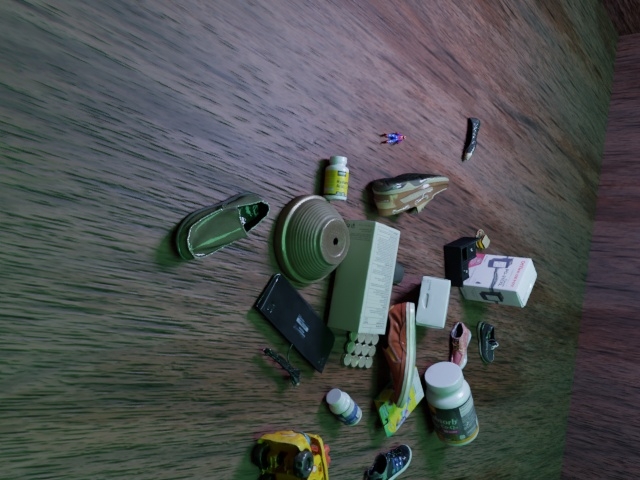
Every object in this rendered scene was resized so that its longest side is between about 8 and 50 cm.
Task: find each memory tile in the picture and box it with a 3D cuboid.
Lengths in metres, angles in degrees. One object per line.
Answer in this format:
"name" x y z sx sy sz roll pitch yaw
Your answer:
"memory tile" 0.122 0.331 1.658 0.148 0.012 0.113 22 81 -48

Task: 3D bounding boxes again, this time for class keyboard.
"keyboard" -0.073 0.252 1.425 0.317 0.033 0.201 53 50 -36

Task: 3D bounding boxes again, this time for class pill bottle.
"pill bottle" 0.065 0.480 1.573 0.067 0.067 0.120 -57 131 -27
"pill bottle" 0.043 -0.169 1.486 0.065 0.065 0.116 4 90 -48
"pill bottle" 0.468 0.587 1.963 0.162 0.162 0.278 -40 121 -38

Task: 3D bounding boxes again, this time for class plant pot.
"plant pot" 0.000 0.000 1.423 0.237 0.110 0.237 -8 100 -48

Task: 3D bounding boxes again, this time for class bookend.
"bookend" 0.538 0.078 2.055 0.156 0.072 0.157 -18 107 -46

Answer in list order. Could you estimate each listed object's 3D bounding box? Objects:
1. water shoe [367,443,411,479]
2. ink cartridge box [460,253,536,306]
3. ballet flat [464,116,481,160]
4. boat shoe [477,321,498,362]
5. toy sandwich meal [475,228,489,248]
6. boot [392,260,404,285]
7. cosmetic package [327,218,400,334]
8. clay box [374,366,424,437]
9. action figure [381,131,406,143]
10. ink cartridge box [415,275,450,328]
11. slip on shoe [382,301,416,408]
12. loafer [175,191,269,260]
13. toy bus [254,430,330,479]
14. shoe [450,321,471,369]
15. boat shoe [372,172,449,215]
"water shoe" 0.229 0.722 1.776 0.203 0.073 0.080 -33 115 -42
"ink cartridge box" 0.682 0.150 2.098 0.172 0.237 0.100 -55 130 -30
"ballet flat" 0.568 -0.385 2.073 0.049 0.057 0.173 16 78 -7
"boat shoe" 0.708 0.434 2.284 0.075 0.065 0.206 -38 121 -39
"toy sandwich meal" 0.656 -0.004 2.209 0.086 0.029 0.085 -6 98 -48
"boot" 0.210 0.139 1.700 0.137 0.077 0.197 41 65 -48
"cosmetic package" 0.127 0.106 1.561 0.160 0.113 0.309 18 81 -54
"clay box" 0.254 0.527 1.797 0.222 0.053 0.127 -35 116 -39
"action figure" 0.235 -0.321 1.713 0.115 0.030 0.038 -16 100 -48
"ink cartridge box" 0.378 0.207 1.813 0.219 0.093 0.160 25 74 -75
"slip on shoe" 0.249 0.361 1.730 0.123 0.101 0.331 15 76 -75
"loafer" -0.209 -0.039 1.201 0.251 0.087 0.094 -40 122 -38
"toy bus" -0.049 0.573 1.410 0.211 0.149 0.220 -24 109 -56
"shoe" 0.525 0.404 2.084 0.081 0.063 0.178 47 55 -38
"boat shoe" 0.282 -0.145 1.727 0.324 0.123 0.119 -13 109 -38
